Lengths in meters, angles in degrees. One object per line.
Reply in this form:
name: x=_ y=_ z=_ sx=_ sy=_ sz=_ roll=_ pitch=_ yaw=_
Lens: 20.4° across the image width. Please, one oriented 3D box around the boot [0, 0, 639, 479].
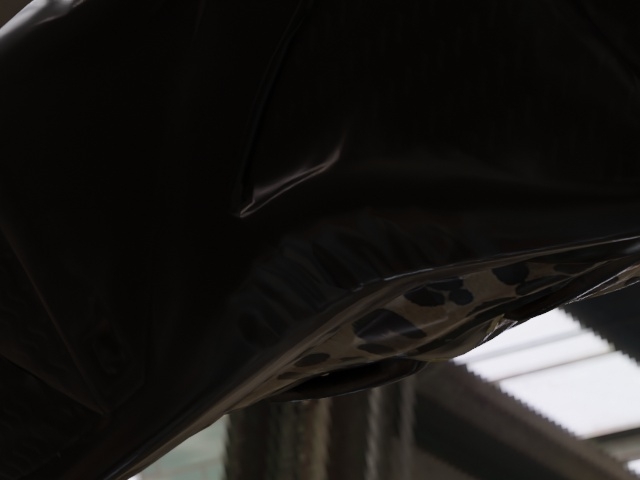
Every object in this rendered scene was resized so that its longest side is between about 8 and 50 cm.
boot: x=0.077 y=-0.056 z=0.474 sx=0.284 sy=0.377 sz=0.138 roll=-16 pitch=-107 yaw=-56
